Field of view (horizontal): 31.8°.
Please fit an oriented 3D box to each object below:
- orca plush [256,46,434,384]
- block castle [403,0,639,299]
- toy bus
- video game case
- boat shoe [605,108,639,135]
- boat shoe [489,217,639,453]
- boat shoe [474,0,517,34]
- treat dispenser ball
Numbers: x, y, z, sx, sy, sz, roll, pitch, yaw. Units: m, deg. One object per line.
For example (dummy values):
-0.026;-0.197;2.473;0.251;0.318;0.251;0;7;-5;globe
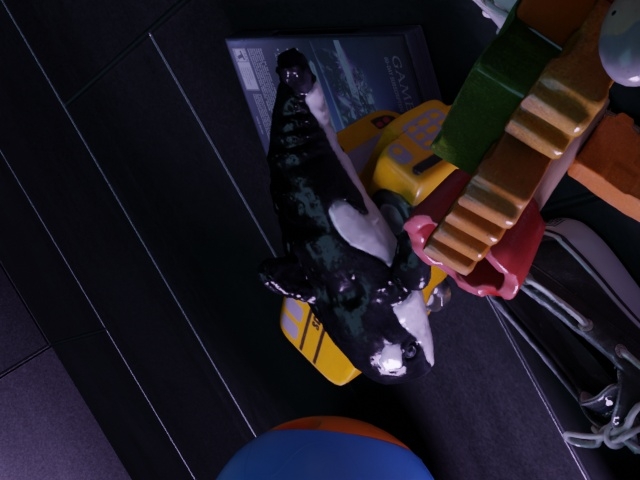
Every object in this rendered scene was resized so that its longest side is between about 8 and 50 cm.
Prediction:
0.000;0.000;0.880;0.151;0.102;0.287;21;133;48;orca plush
0.213;-0.022;0.548;0.303;0.213;0.453;34;163;5;block castle
0.053;0.000;1.018;0.130;0.108;0.332;45;148;22;toy bus
0.023;-0.110;1.087;0.274;0.026;0.196;10;127;50;video game case
0.184;-0.092;0.845;0.135;0.050;0.045;24;142;43;boat shoe
0.250;0.122;0.897;0.306;0.105;0.113;54;150;6;boat shoe
0.151;-0.169;0.772;0.277;0.098;0.096;34;142;32;boat shoe
0.006;0.343;1.277;0.288;0.288;0.288;36;144;32;treat dispenser ball
